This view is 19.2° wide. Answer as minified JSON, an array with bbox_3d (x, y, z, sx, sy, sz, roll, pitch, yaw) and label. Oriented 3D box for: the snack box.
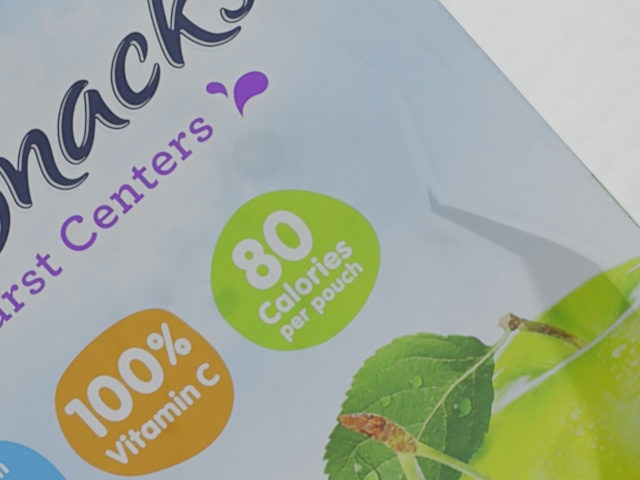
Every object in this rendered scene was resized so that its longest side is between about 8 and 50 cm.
[{"bbox_3d":[-0.041,0.017,0.351,0.174,0.207,0.070,-43,4,4],"label":"snack box"}]
